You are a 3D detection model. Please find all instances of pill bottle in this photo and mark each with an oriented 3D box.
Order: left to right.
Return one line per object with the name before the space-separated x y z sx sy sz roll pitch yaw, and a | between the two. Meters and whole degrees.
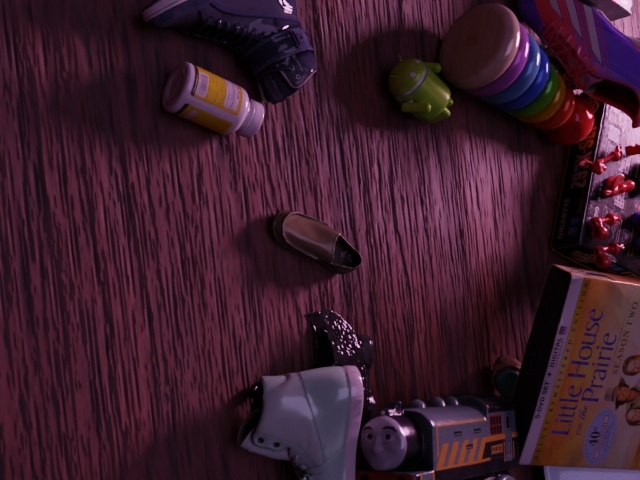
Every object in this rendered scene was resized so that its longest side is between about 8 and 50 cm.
pill bottle | -0.129 -0.168 1.021 0.116 0.065 0.065 21 73 -35

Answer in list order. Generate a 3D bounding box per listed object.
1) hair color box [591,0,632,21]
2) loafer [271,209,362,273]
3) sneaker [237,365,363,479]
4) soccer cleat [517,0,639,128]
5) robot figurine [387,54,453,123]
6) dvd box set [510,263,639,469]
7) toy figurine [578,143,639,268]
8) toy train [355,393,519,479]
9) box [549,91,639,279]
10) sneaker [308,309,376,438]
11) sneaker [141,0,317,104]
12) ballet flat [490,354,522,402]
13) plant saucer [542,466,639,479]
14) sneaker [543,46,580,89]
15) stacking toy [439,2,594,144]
hair color box | 0.392 -0.526 1.434 0.375 0.114 0.185 16 76 -36
loafer | 0.000 0.000 1.116 0.148 0.050 0.056 27 70 -34
sneaker | -0.033 0.280 1.055 0.151 0.094 0.255 1 102 -12
soccer cleat | 0.440 -0.311 1.379 0.318 0.108 0.116 41 75 18
robot figurine | 0.147 -0.224 1.241 0.115 0.067 0.101 39 54 -29
dvd box set | 0.506 0.213 1.317 0.421 0.062 0.307 10 100 -23
toy figurine | 0.593 -0.001 1.364 0.191 0.217 0.362 -6 85 -30
toy train | 0.167 0.310 1.148 0.334 0.142 0.190 9 75 -49
box | 0.562 -0.090 1.528 0.257 0.079 0.321 23 72 -27
sneaker | 0.027 0.181 1.123 0.089 0.051 0.170 9 76 -37
sneaker | -0.101 -0.244 1.037 0.226 0.086 0.163 -23 97 -38
ballet flat | 0.341 0.265 1.350 0.206 0.073 0.067 58 18 -20
plant saucer | 0.514 0.387 1.427 0.318 0.044 0.317 5 73 -15
sneaker | 0.467 -0.282 1.457 0.084 0.069 0.185 -38 65 -12
stacking toy | 0.345 -0.254 1.371 0.330 0.141 0.141 23 72 -41
